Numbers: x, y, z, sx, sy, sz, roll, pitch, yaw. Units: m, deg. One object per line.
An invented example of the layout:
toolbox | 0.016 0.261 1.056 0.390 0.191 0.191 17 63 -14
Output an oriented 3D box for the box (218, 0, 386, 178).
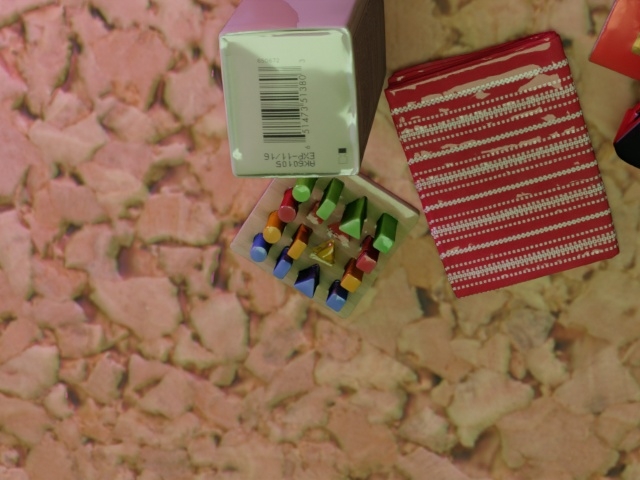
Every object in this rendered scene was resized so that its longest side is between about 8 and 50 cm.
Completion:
box | -0.008 -0.182 1.458 0.121 0.311 0.148 -1 112 8

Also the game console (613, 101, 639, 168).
game console | 0.481 -0.089 1.419 0.342 0.386 0.060 19 80 0

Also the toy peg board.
toy peg board | 0.000 0.000 1.661 0.161 0.079 0.160 32 113 -6

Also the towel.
towel | 0.201 -0.081 1.627 0.199 0.031 0.275 -15 112 12

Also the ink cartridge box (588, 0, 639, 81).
ink cartridge box | 0.459 -0.239 1.506 0.296 0.066 0.261 21 113 -1
